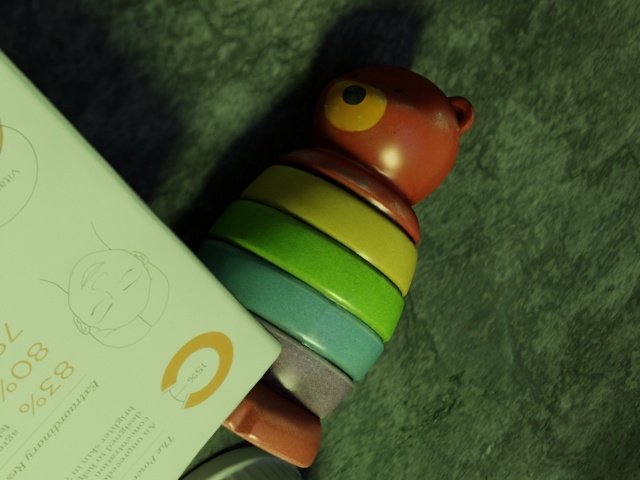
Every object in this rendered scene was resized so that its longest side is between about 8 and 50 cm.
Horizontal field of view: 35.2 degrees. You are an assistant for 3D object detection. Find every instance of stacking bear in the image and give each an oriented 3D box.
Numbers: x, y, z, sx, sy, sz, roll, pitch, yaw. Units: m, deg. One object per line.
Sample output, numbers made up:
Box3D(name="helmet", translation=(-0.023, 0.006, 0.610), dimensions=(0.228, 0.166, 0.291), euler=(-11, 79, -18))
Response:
Box3D(name="stacking bear", translation=(0.000, 0.000, 0.733), dimensions=(0.289, 0.175, 0.164), euler=(-58, 143, -9))

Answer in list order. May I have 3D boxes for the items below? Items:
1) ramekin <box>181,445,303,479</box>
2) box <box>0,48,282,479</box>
Box3D(name="ramekin", translation=(-0.070, 0.303, 0.918), dimensions=(0.207, 0.109, 0.207), euler=(-29, 137, -31))
Box3D(name="box", translation=(-0.204, 0.023, 0.497), dimensions=(0.215, 0.168, 0.345), euler=(-49, 143, -10))
